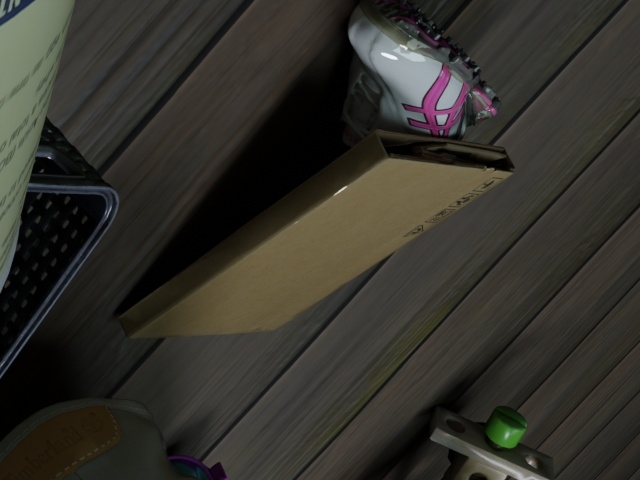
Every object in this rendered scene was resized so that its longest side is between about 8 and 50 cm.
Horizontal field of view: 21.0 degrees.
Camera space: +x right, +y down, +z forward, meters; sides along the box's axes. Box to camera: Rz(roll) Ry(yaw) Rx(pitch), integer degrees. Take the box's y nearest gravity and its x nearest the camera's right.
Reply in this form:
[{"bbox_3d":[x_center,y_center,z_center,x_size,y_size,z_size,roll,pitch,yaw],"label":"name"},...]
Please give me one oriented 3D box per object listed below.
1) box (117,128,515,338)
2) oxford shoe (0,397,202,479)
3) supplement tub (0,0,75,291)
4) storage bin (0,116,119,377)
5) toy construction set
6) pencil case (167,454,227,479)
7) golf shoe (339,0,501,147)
[{"bbox_3d":[0.000,0.000,1.024,0.201,0.021,0.164,-34,163,26],"label":"box"},{"bbox_3d":[-0.157,0.195,1.059,0.169,0.130,0.449,-39,172,-23],"label":"oxford shoe"},{"bbox_3d":[-0.169,-0.077,0.386,0.235,0.235,0.325,-25,151,-39],"label":"supplement tub"},{"bbox_3d":[-0.186,0.017,0.729,0.180,0.084,0.122,-52,157,19],"label":"storage bin"},{"bbox_3d":[0.148,0.295,1.551,0.237,0.309,0.257,-58,163,19],"label":"toy construction set"},{"bbox_3d":[-0.105,0.214,1.245,0.070,0.064,0.152,-18,150,-19],"label":"pencil case"},{"bbox_3d":[0.047,-0.082,0.979,0.086,0.067,0.186,-44,158,3],"label":"golf shoe"}]
